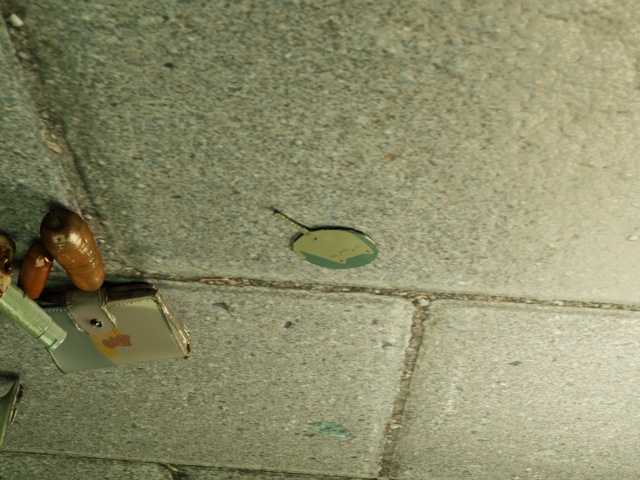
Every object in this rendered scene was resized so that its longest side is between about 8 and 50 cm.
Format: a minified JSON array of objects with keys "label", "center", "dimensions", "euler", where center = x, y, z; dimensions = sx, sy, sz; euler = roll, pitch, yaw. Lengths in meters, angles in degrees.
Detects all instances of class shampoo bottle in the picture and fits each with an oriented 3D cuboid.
[{"label":"shampoo bottle","center":[-0.436,0.081,1.351],"dimensions":[0.190,0.041,0.069],"euler":[47,167,-23]}]

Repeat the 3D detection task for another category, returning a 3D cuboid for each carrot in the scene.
[{"label":"carrot","center":[-0.323,0.016,1.281],"dimensions":[0.060,0.060,0.186],"euler":[2,154,5]}]

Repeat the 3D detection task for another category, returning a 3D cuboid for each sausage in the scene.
[{"label":"sausage","center":[-0.400,0.043,1.352],"dimensions":[0.039,0.041,0.131],"euler":[30,146,-8]}]

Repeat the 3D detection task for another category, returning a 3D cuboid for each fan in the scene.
[{"label":"fan","center":[0.000,0.000,1.253],"dimensions":[0.113,0.005,0.175],"euler":[-20,144,37]}]

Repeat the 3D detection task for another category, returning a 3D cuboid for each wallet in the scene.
[{"label":"wallet","center":[-0.323,0.127,1.468],"dimensions":[0.231,0.069,0.170],"euler":[-8,131,15]}]

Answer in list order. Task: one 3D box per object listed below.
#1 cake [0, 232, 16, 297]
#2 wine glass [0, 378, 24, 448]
[{"label":"cake","center":[-0.507,-0.007,1.209],"dimensions":[0.246,0.112,0.135],"euler":[13,147,-15]},{"label":"wine glass","center":[-0.707,0.283,1.739],"dimensions":[0.321,0.143,0.143],"euler":[14,150,-12]}]
